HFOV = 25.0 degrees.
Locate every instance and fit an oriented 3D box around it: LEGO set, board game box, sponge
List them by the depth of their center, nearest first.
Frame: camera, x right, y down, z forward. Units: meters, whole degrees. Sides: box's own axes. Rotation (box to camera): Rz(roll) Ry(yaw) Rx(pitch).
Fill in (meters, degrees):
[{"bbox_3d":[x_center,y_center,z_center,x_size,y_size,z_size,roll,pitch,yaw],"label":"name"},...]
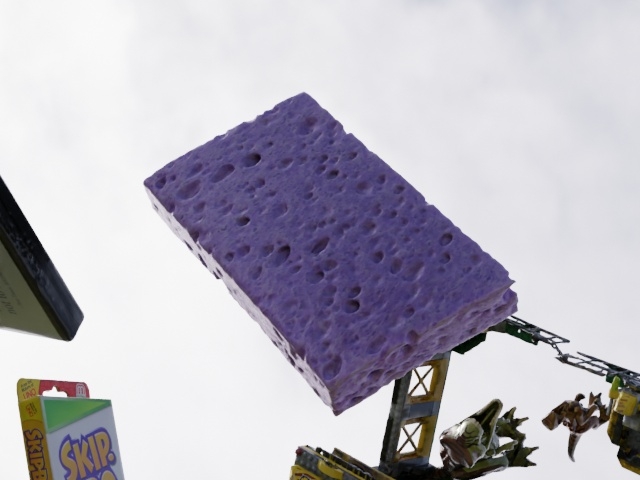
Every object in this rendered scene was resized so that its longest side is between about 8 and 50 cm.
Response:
[{"bbox_3d":[0.000,0.000,0.804,0.210,0.117,0.031,45,-22,41],"label":"sponge"},{"bbox_3d":[0.101,0.160,0.990,0.331,0.192,0.255,33,-66,39],"label":"LEGO set"},{"bbox_3d":[-0.229,0.258,1.397,0.039,0.124,0.259,-20,-105,22],"label":"board game box"}]

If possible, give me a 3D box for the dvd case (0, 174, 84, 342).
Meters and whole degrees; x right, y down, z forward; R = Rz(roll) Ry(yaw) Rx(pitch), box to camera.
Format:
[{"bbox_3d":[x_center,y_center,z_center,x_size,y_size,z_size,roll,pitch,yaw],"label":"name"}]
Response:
[{"bbox_3d":[-0.263,-0.023,0.752,0.253,0.022,0.180,8,-34,22],"label":"dvd case"}]
